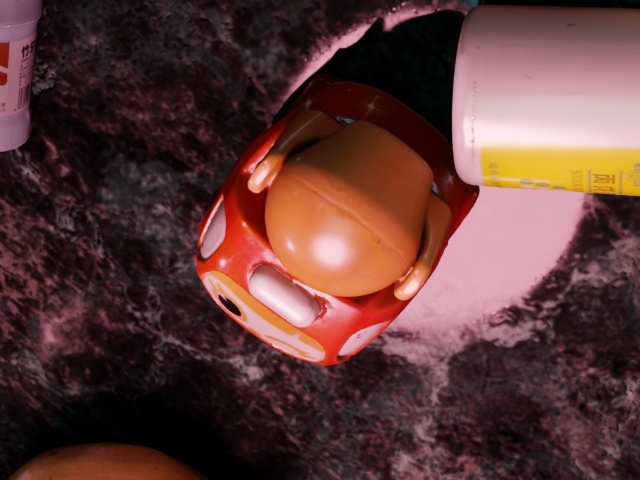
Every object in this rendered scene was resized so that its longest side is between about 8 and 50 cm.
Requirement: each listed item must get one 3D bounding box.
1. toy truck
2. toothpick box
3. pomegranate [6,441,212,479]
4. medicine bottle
[{"bbox_3d":[0.000,0.000,1.048,0.189,0.239,0.265,36,118,-2],"label":"toy truck"},{"bbox_3d":[-0.294,-0.164,1.131,0.101,0.101,0.153,15,117,8],"label":"toothpick box"},{"bbox_3d":[-0.179,0.330,1.226,0.319,0.319,0.319,6,115,13],"label":"pomegranate"},{"bbox_3d":[0.235,-0.105,0.991,0.258,0.143,0.143,3,115,14],"label":"medicine bottle"}]
